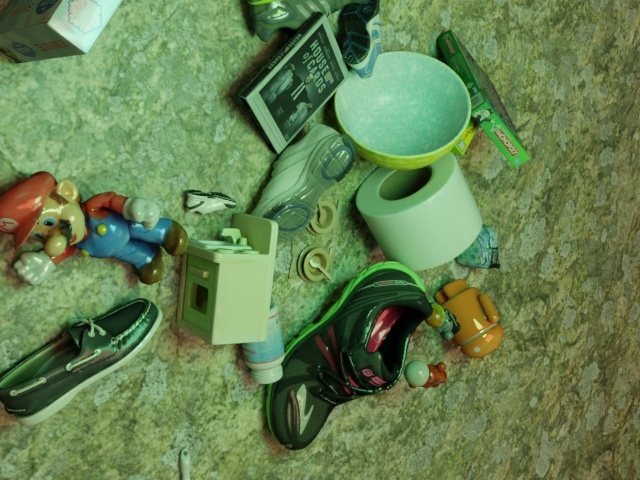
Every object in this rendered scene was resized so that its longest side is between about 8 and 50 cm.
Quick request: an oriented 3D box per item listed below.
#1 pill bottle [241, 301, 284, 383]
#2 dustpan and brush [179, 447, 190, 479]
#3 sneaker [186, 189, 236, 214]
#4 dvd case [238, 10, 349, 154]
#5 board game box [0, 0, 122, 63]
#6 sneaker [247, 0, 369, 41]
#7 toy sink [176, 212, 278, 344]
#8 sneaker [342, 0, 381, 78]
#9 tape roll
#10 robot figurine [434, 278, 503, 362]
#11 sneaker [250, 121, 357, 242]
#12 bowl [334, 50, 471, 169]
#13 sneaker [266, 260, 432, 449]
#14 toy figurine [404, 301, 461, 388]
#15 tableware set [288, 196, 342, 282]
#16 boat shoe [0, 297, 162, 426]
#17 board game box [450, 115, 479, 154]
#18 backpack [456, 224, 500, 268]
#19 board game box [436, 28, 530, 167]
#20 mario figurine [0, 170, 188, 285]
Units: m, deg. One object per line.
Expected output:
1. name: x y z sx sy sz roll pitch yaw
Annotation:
1. pill bottle: -0.122 0.213 1.471 0.087 0.087 0.160 -18 109 -35
2. dustpan and brush: -0.271 0.531 1.439 0.147 0.060 0.211 -5 108 -25
3. sneaker: -0.216 -0.072 1.379 0.109 0.040 0.044 6 111 -36
4. dvd case: -0.046 -0.313 1.413 0.239 0.029 0.179 -49 147 -12
5. board game box: -0.341 -0.410 1.030 0.066 0.318 0.318 37 76 -37
6. sneaker: -0.025 -0.474 1.424 0.299 0.111 0.121 -16 120 -31
7. toy sink: -0.185 0.066 1.351 0.131 0.152 0.234 3 97 -39
8. sneaker: 0.092 -0.443 1.514 0.081 0.080 0.211 52 44 -54
9. tape roll: 0.224 -0.072 1.593 0.246 0.246 0.169 -46 122 -23
10. robot figurine: 0.387 0.208 1.816 0.158 0.220 0.128 -35 165 15
11. sneaker: -0.055 -0.115 1.452 0.297 0.129 0.111 -47 140 1
12. bowl: 0.174 -0.258 1.550 0.289 0.289 0.156 -49 162 -21
13. sneaker: 0.056 0.262 1.512 0.185 0.202 0.483 32 97 -35
14. toy figurine: 0.207 0.234 1.657 0.148 0.213 0.210 24 84 -53
15. tableware set: 0.000 0.000 1.559 0.128 0.039 0.194 3 96 -39
16. boat shoe: -0.412 0.190 1.216 0.302 0.114 0.091 -42 127 -26
17. board game box: 0.273 -0.253 1.639 0.043 0.181 0.092 40 73 -36
18. backpack: 0.415 0.016 1.854 0.084 0.105 0.115 -2 94 -40
19. board game box: 0.382 -0.341 1.665 0.046 0.317 0.213 -34 131 23
20. mario figurine: -0.384 0.004 1.171 0.320 0.170 0.198 19 88 -41
